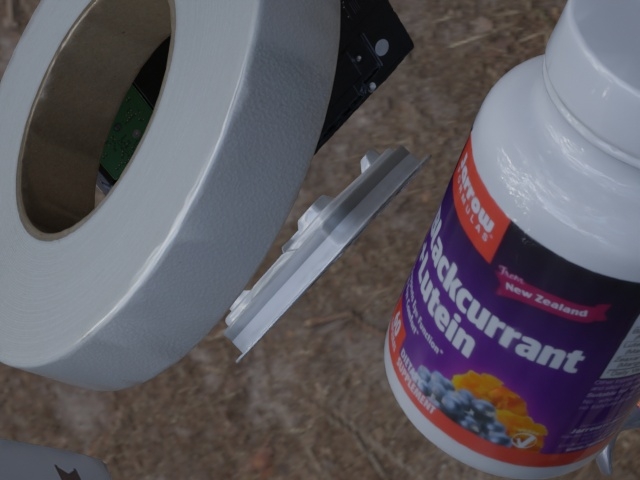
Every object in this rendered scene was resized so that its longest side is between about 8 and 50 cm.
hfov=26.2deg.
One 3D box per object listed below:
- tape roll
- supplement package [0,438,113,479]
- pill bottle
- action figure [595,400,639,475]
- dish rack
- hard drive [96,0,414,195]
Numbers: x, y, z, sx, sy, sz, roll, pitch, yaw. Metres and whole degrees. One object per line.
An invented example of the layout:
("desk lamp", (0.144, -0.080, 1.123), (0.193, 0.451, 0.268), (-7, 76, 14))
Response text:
("tape roll", (-0.135, -0.087, 0.984), (0.392, 0.072, 0.392), (-30, 49, 42))
("supplement package", (-0.113, 0.175, 0.306), (0.145, 0.204, 0.262), (-51, 49, 15))
("pill bottle", (0.099, -0.003, 0.525), (0.108, 0.108, 0.193), (39, 138, 19))
("action figure", (0.424, 0.128, 1.510), (0.341, 0.330, 0.179), (50, 162, 58))
("dish rack", (0.000, 0.000, 1.791), (0.072, 0.333, 0.285), (43, 119, 0))
("hard drive", (-0.082, -0.158, 1.310), (0.339, 0.237, 0.064), (-49, 40, -14))
